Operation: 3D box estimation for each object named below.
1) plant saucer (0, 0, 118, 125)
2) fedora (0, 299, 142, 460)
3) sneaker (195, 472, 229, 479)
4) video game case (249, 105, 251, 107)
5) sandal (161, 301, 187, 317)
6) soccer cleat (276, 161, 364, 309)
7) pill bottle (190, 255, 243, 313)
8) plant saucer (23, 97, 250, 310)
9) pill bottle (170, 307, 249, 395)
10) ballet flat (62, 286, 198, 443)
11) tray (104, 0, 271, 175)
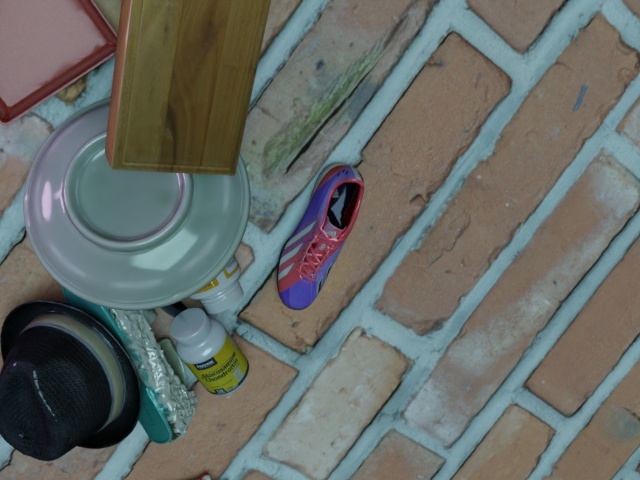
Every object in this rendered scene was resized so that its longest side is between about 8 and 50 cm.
[{"bbox_3d":[-0.521,-0.374,1.210,0.259,0.048,0.259,-35,109,-2],"label":"plant saucer"},{"bbox_3d":[-0.489,0.280,1.274,0.334,0.152,0.333,8,118,14],"label":"fedora"},{"bbox_3d":[-0.272,0.535,1.513,0.161,0.057,0.075,14,84,-15],"label":"sneaker"},{"bbox_3d":[-0.232,-0.238,1.331,0.166,0.015,0.119,-45,109,1],"label":"video game case"},{"bbox_3d":[-0.326,0.046,1.340,0.055,0.097,0.254,-34,109,-3],"label":"sandal"},{"bbox_3d":[0.000,0.000,1.394,0.109,0.116,0.318,21,99,-17],"label":"soccer cleat"},{"bbox_3d":[-0.230,0.031,1.348,0.117,0.117,0.214,-27,109,-5],"label":"pill bottle"},{"bbox_3d":[-0.324,-0.081,1.218,0.401,0.100,0.400,0,80,-2],"label":"plant saucer"},{"bbox_3d":[-0.219,0.217,1.379,0.103,0.103,0.184,-30,132,-4],"label":"pill bottle"},{"bbox_3d":[-0.358,0.209,1.370,0.147,0.147,0.408,-24,111,-6],"label":"ballet flat"},{"bbox_3d":[-0.193,-0.298,1.050,0.203,0.076,0.410,0,122,-27],"label":"tray"}]
